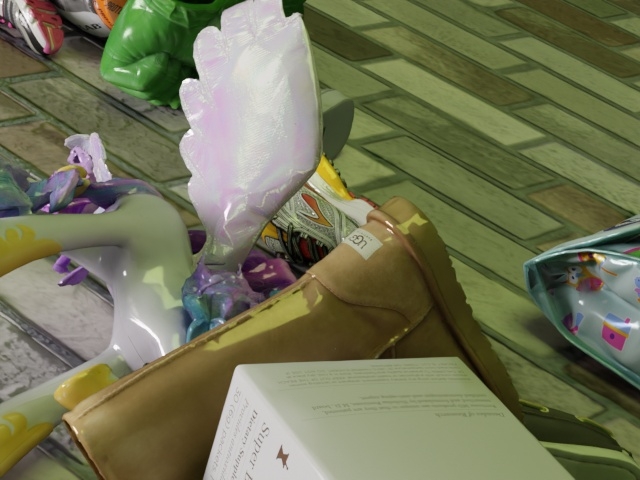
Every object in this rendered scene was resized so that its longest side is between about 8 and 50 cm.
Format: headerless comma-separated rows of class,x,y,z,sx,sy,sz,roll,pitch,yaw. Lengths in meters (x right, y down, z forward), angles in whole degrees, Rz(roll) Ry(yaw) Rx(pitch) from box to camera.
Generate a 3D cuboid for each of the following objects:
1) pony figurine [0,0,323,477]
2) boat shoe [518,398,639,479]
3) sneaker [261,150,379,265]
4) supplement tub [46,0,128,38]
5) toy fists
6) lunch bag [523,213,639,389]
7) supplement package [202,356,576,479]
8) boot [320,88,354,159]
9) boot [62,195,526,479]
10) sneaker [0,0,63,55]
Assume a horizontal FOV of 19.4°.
pony figurine,-0.128,0.014,1.382,0.363,0.303,0.351,-2,62,-42
boat shoe,0.135,0.157,1.422,0.227,0.081,0.069,18,20,-16
sneaker,0.000,0.000,1.683,0.092,0.088,0.225,-26,46,-20
supplement tub,-0.256,-0.356,2.094,0.207,0.207,0.338,-4,31,-39
toy fists,-0.116,-0.212,1.969,0.096,0.142,0.279,45,33,18
lunch bag,0.342,0.046,1.692,0.262,0.160,0.223,27,30,32
supplement package,0.063,0.220,1.117,0.175,0.178,0.293,1,28,-32
boot,-0.068,-0.114,1.868,0.123,0.095,0.258,18,15,18
boot,-0.012,0.125,1.265,0.269,0.236,0.089,-36,29,-14
sneaker,-0.341,-0.251,2.004,0.170,0.075,0.063,51,17,16
